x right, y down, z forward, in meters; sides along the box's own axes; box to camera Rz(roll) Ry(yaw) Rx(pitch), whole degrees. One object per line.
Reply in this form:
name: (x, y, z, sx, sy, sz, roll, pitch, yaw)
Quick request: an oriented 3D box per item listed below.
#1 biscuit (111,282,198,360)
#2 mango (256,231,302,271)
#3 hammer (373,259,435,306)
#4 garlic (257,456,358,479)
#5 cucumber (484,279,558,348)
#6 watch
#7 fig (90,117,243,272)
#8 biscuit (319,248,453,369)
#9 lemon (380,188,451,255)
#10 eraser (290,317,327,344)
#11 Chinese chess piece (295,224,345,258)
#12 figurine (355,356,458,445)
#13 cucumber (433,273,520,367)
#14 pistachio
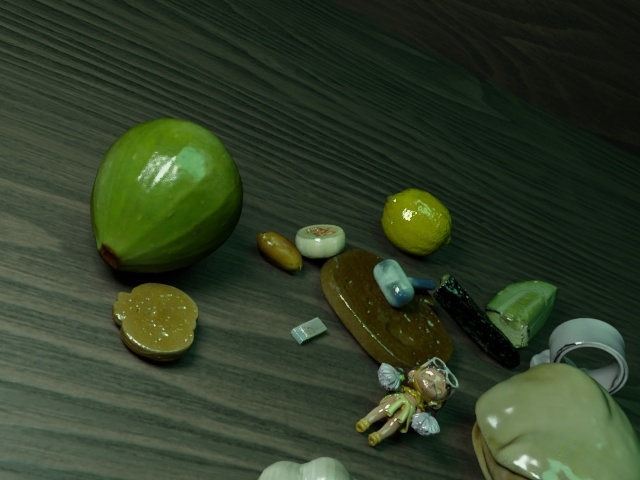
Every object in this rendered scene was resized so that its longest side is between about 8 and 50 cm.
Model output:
biscuit: (-0.312, 0.153, 1.334, 0.170, 0.050, 0.170, 16, 39, -13)
mango: (-0.095, 0.028, 1.648, 0.127, 0.063, 0.077, 37, 30, -7)
hammer: (0.215, 0.106, 1.719, 0.194, 0.069, 0.116, 8, 42, -45)
garlic: (0.007, 0.446, 1.183, 0.229, 0.143, 0.178, 31, 33, -23)
cucumber: (0.559, 0.196, 1.974, 0.145, 0.105, 0.325, 22, 27, 28)
watch: (0.687, 0.332, 1.815, 0.248, 0.217, 0.211, 33, 35, -3)
fig: (-0.312, -0.070, 1.396, 0.316, 0.316, 0.316, 23, 37, -18)
biscuit: (0.163, 0.168, 1.704, 0.367, 0.063, 0.314, 50, 33, 18)
lemon: (0.262, -0.050, 1.941, 0.193, 0.180, 0.180, 7, 39, -2)
eraser: (-0.025, 0.196, 1.547, 0.083, 0.019, 0.038, -18, 63, -49)
Chinese chess piece: (0.000, 0.000, 1.721, 0.122, 0.051, 0.122, -4, 20, 1)
figurine: (0.180, 0.335, 1.475, 0.240, 0.116, 0.174, -22, 64, -44)
cucumber: (0.400, 0.217, 1.807, 0.303, 0.072, 0.081, 47, 35, -5)
pistachio: (0.497, 0.429, 1.491, 0.365, 0.281, 0.445, 15, 22, 18)
